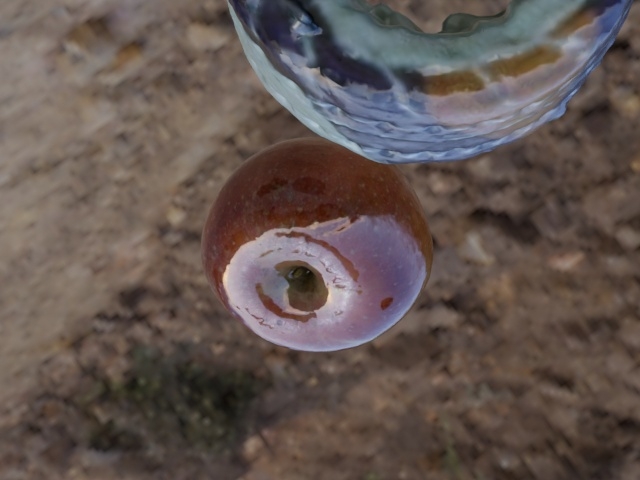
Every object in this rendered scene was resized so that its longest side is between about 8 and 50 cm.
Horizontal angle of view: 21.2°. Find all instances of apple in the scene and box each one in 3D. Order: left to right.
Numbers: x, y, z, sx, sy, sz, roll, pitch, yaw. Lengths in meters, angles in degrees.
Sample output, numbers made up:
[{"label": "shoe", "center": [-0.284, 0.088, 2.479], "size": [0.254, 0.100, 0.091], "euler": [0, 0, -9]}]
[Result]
[{"label": "apple", "center": [0.000, 0.000, 1.508], "size": [0.201, 0.201, 0.162], "euler": [-39, -163, 32]}]

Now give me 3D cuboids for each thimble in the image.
[{"label": "thimble", "center": [0.060, -0.163, 0.902], "size": [0.237, 0.237, 0.150], "euler": [-34, 171, -3]}]
